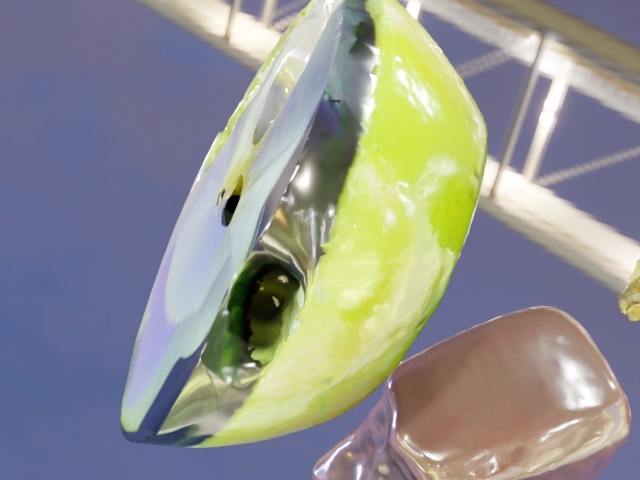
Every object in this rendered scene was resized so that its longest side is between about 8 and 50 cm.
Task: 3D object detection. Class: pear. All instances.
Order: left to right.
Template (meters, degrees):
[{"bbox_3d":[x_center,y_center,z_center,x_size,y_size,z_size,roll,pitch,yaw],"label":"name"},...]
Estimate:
[{"bbox_3d":[0.003,-0.001,1.172,0.165,0.399,0.399,24,-155,-14],"label":"pear"}]

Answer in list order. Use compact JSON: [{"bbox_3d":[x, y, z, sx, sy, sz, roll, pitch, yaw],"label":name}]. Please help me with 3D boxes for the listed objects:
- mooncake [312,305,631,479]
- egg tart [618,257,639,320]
[{"bbox_3d":[0.154,0.209,1.525,0.334,0.326,0.174,2,-124,-58],"label":"mooncake"},{"bbox_3d":[0.339,0.011,1.228,0.090,0.212,0.212,52,-148,0],"label":"egg tart"}]
